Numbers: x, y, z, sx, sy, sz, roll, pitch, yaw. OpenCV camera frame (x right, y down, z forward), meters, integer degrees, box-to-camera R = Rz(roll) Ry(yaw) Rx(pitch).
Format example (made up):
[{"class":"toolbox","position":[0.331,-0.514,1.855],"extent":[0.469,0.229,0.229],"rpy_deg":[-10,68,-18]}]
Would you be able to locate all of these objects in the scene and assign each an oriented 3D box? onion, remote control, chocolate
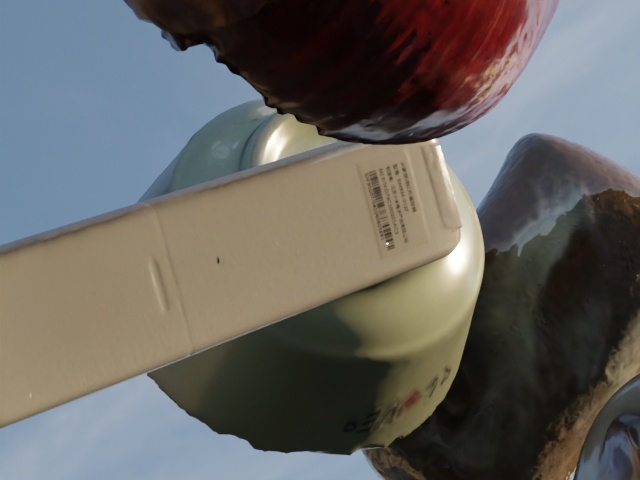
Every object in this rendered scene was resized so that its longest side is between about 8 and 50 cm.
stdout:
[{"class":"onion","position":[-0.002,-0.143,0.549],"extent":[0.161,0.248,0.248],"rpy_deg":[-22,-40,13]},{"class":"remote control","position":[-0.044,0.009,0.631],"extent":[0.261,0.067,0.029],"rpy_deg":[-20,8,-35]},{"class":"chocolate","position":[0.124,0.056,0.921],"extent":[0.254,0.157,0.080],"rpy_deg":[-56,-16,-5]}]

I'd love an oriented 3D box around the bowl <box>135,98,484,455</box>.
[{"class":"bowl","position":[0.000,0.000,0.817],"extent":[0.211,0.211,0.112],"rpy_deg":[1,-36,-20]}]

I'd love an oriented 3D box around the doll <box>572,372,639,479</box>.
[{"class":"doll","position":[0.279,0.131,0.665],"extent":[0.370,0.215,0.226],"rpy_deg":[-24,-61,-13]}]
